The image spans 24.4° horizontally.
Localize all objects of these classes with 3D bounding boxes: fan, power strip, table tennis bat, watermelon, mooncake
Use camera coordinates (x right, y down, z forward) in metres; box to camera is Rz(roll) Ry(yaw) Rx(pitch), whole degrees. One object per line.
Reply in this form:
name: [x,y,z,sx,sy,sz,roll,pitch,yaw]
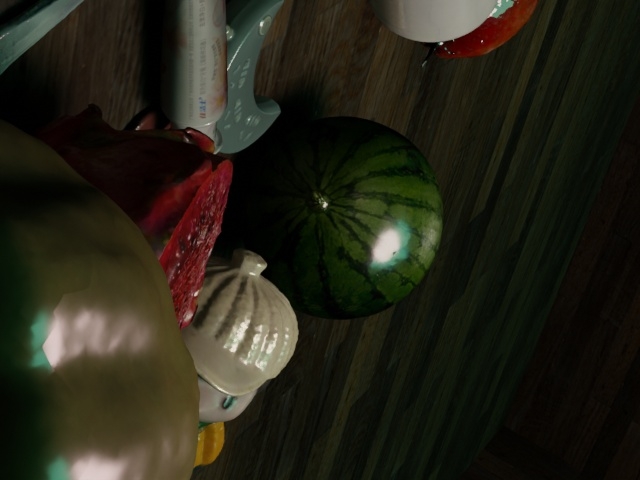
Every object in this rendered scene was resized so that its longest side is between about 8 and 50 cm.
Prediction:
fan: [-0.214,-0.189,1.204,0.282,0.023,0.057,-45,152,-34]
power strip: [-0.088,-0.170,1.517,0.137,0.044,0.216,-49,159,-28]
table tennis bat: [-0.184,-0.084,1.439,0.098,0.019,0.155,-65,163,13]
watermelon: [0.026,-0.025,1.730,0.242,0.242,0.242,-50,159,-27]
mooncake: [-0.277,0.101,0.930,0.378,0.378,0.201,-62,164,6]

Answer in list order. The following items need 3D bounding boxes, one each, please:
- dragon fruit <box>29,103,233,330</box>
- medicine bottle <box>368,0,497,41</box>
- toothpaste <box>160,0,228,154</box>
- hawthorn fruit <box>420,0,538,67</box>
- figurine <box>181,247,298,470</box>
dragon fruit: [-0.231,0.062,1.200,0.371,0.249,0.386,-59,174,-60]
medicine bottle: [0.103,-0.311,1.403,0.144,0.144,0.252,-54,161,-17]
toothpaste: [-0.114,-0.212,1.348,0.100,0.066,0.323,-78,175,-46]
hawthorn fruit: [0.170,-0.301,1.799,0.235,0.181,0.181,-52,160,-23]
figurine: [-0.155,0.152,1.675,0.332,0.185,0.204,127,-24,-44]
